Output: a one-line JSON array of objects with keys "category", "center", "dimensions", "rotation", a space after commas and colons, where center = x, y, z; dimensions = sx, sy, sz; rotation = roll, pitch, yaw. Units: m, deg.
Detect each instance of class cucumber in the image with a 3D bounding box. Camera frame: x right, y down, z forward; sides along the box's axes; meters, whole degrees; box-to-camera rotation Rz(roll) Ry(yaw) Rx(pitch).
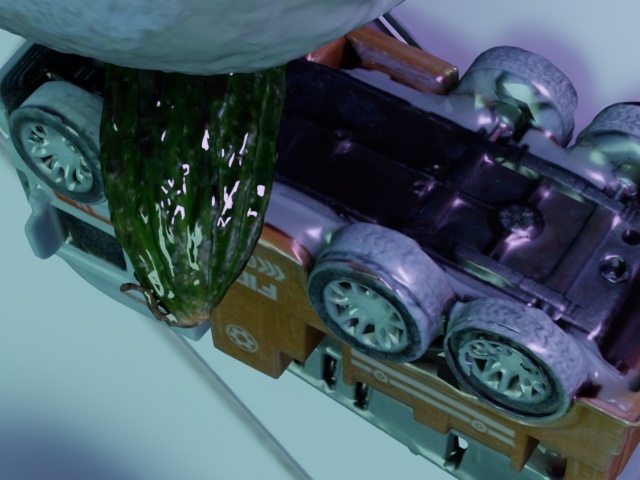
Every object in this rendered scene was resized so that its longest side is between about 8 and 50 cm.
[{"category": "cucumber", "center": [-0.042, -0.094, 0.636], "dimensions": [0.077, 0.265, 0.077], "rotation": [5, 146, 3]}]

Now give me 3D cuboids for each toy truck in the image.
[{"category": "toy truck", "center": [0.000, 0.000, 0.734], "dimensions": [0.338, 0.133, 0.184], "rotation": [26, 146, 20]}]

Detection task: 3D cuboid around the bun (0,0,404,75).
[{"category": "bun", "center": [-0.024, -0.233, 0.516], "dimensions": [0.362, 0.211, 0.362], "rotation": [2, 92, 47]}]
